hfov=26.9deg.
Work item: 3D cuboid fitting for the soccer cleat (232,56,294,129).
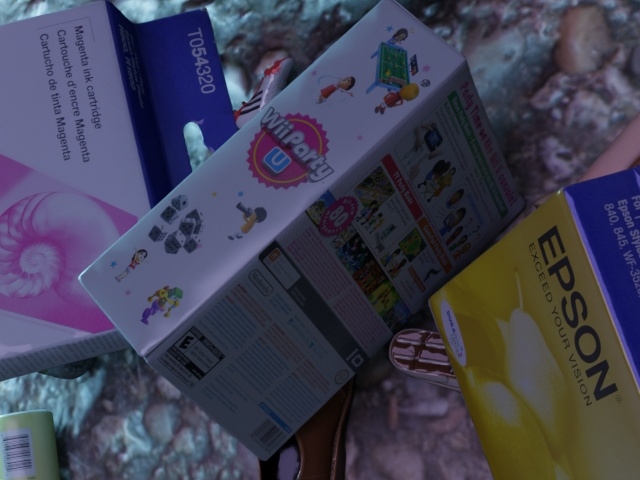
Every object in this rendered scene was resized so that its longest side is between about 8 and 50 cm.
[{"bbox_3d":[-0.047,-0.132,1.237,0.035,0.029,0.083,46,106,22],"label":"soccer cleat"}]

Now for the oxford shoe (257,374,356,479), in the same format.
[{"bbox_3d":[-0.018,0.128,1.126,0.076,0.076,0.212,-10,71,30],"label":"oxford shoe"}]

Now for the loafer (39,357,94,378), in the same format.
[{"bbox_3d":[-0.273,0.011,1.294,0.087,0.094,0.251,-9,74,24],"label":"loafer"}]

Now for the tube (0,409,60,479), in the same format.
[{"bbox_3d":[-0.269,0.282,1.251,0.070,0.062,0.240,136,127,-67],"label":"tube"}]

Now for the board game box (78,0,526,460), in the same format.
[{"bbox_3d":[0.000,0.000,1.016,0.303,0.224,0.097,-43,57,-5],"label":"board game box"}]

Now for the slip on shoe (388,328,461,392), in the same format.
[{"bbox_3d":[0.122,0.103,1.070,0.135,0.041,0.051,9,76,14],"label":"slip on shoe"}]

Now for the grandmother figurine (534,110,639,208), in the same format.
[{"bbox_3d":[0.306,-0.133,0.962,0.342,0.104,0.208,-54,37,-2],"label":"grandmother figurine"}]

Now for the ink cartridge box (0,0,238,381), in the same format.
[{"bbox_3d":[-0.231,-0.054,1.213,0.330,0.071,0.324,-15,70,-2],"label":"ink cartridge box"}]

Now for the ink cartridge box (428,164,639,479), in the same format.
[{"bbox_3d":[0.200,0.122,0.878,0.307,0.072,0.304,127,128,-63],"label":"ink cartridge box"}]
